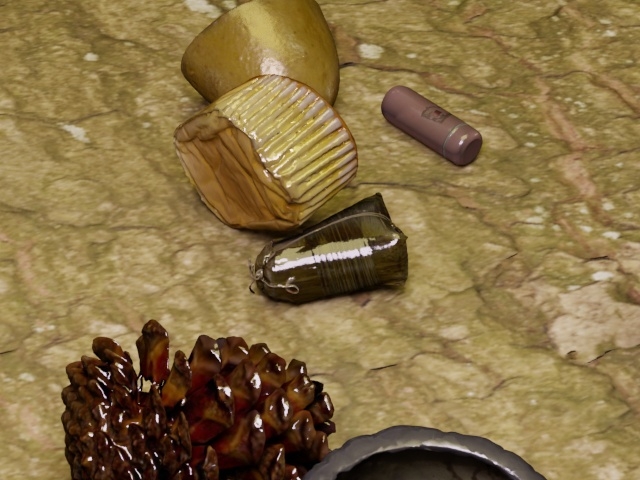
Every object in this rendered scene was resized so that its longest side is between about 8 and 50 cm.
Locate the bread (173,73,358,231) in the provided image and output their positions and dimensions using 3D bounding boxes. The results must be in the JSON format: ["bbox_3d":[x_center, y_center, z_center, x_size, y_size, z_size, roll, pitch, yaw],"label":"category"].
[{"bbox_3d":[-0.059,-0.103,2.087,0.133,0.250,0.179,-41,99,-22],"label":"bread"}]

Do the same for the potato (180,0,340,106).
[{"bbox_3d":[-0.055,-0.206,2.268,0.203,0.178,0.158,-3,53,-42],"label":"potato"}]

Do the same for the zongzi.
[{"bbox_3d":[0.000,0.000,2.105,0.187,0.084,0.184,-9,29,-5],"label":"zongzi"}]

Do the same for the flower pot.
[{"bbox_3d":[0.086,0.346,1.588,0.267,0.267,0.266,2,42,-2],"label":"flower pot"}]

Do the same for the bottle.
[{"bbox_3d":[0.142,-0.147,2.279,0.053,0.053,0.140,-33,54,-32],"label":"bottle"}]

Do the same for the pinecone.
[{"bbox_3d":[-0.118,0.196,1.776,0.292,0.246,0.246,-3,39,-35],"label":"pinecone"}]
